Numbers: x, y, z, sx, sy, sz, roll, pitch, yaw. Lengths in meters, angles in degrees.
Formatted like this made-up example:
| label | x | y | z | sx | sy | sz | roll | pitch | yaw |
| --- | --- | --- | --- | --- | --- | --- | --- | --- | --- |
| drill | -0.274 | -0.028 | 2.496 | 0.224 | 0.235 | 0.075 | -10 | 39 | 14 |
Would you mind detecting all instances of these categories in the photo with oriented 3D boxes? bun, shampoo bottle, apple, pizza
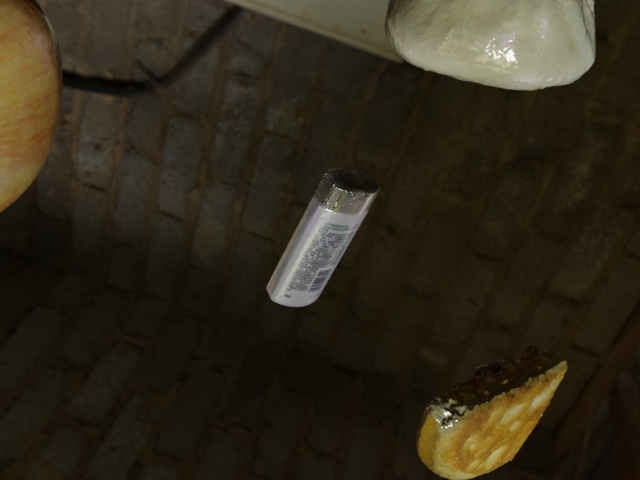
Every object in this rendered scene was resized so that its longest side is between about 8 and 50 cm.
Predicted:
| label | x | y | z | sx | sy | sz | roll | pitch | yaw |
| --- | --- | --- | --- | --- | --- | --- | --- | --- | --- |
| bun | 0.181 | -0.251 | 0.815 | 0.231 | 0.231 | 0.133 | -69 | 168 | -54 |
| shampoo bottle | 0.000 | 0.000 | 1.104 | 0.056 | 0.086 | 0.227 | 60 | -44 | 37 |
| apple | -0.526 | -0.195 | 0.990 | 0.346 | 0.392 | 0.391 | -112 | -144 | -62 |
| pizza | 0.218 | 0.283 | 1.145 | 0.268 | 0.087 | 0.257 | -15 | 135 | -37 |
